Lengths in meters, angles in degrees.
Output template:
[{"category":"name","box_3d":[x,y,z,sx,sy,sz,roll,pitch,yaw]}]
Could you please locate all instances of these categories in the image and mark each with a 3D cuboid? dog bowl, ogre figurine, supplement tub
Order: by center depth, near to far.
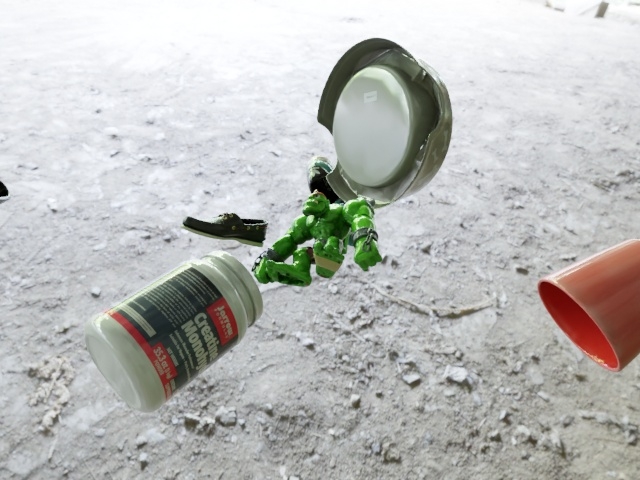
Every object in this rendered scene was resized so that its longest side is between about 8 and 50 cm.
[{"category":"ogre figurine","box_3d":[0.000,0.000,0.613,0.096,0.197,0.118,37,49,-16]},{"category":"supplement tub","box_3d":[-0.257,0.153,0.827,0.191,0.191,0.272,31,45,24]},{"category":"dog bowl","box_3d":[0.132,-0.243,0.979,0.102,0.349,0.349,-8,41,-37]}]

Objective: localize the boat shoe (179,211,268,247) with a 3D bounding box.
[{"category":"boat shoe","box_3d":[-0.127,-0.020,0.612,0.133,0.042,0.048,10,9,-46]}]

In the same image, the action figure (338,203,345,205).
[{"category":"action figure","box_3d":[0.078,-0.078,1.109,0.115,0.030,0.038,-5,67,43]}]

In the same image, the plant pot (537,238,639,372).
[{"category":"plant pot","box_3d":[0.728,0.141,1.118,0.243,0.275,0.275,-35,48,3]}]

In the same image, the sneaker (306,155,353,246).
[{"category":"sneaker","box_3d":[0.040,-0.085,1.280,0.108,0.302,0.121,-22,29,19]}]

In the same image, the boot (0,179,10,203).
[{"category":"boot","box_3d":[-0.480,-0.029,0.593,0.161,0.084,0.246,-30,15,-11]}]
